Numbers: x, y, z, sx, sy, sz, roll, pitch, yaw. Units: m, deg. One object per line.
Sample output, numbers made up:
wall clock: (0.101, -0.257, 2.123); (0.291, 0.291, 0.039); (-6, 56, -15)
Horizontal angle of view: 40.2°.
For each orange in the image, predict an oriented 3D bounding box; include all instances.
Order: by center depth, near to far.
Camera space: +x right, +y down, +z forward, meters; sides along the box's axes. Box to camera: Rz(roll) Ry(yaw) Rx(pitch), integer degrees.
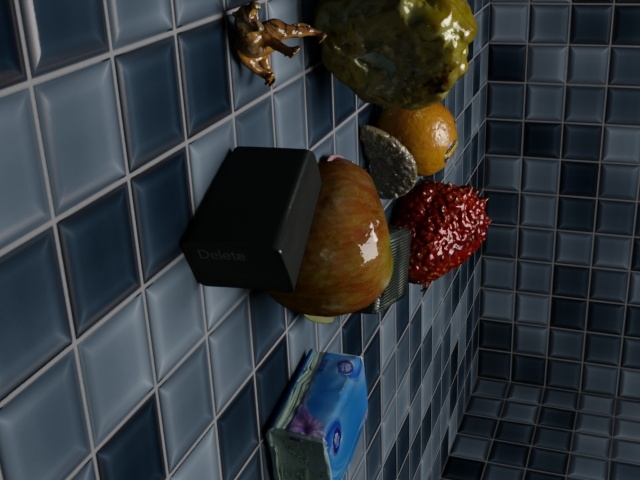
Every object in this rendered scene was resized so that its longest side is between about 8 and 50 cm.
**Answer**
orange: (0.244, -0.267, 2.248); (0.193, 0.219, 0.219); (-44, 146, -16)

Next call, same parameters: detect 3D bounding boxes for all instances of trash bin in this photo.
trash bin: (-0.100, -0.042, 1.414); (0.115, 0.165, 0.225); (72, 28, -48)

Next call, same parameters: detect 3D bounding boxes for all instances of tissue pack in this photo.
tissue pack: (0.001, 0.391, 1.849); (0.263, 0.146, 0.198); (-56, 146, -53)

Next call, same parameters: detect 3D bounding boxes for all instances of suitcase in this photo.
suitcase: (0.131, 0.064, 2.149); (0.312, 0.128, 0.202); (-20, 115, -69)

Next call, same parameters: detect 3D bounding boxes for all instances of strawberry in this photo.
strawberry: (0.327, -0.004, 2.540); (0.343, 0.292, 0.292); (-59, 153, -16)

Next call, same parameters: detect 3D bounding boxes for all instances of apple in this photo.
apple: (0.000, 0.000, 1.625); (0.309, 0.250, 0.277); (-94, 170, -79)

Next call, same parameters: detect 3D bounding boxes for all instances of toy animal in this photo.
toy animal: (-0.080, -0.348, 1.509); (0.116, 0.114, 0.255); (48, 25, -4)

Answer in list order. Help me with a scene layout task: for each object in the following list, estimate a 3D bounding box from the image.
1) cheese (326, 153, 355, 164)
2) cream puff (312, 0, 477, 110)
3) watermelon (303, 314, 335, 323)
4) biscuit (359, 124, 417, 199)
cheese: (0.047, -0.083, 1.897); (0.189, 0.074, 0.286); (59, 31, -23)
cream puff: (0.160, -0.442, 1.770); (0.291, 0.325, 0.257); (43, 50, -35)
watermelon: (-0.004, 0.095, 1.839); (0.145, 0.137, 0.193); (-60, 180, 38)
biscuit: (0.178, -0.186, 2.200); (0.250, 0.133, 0.032); (75, 34, -47)
